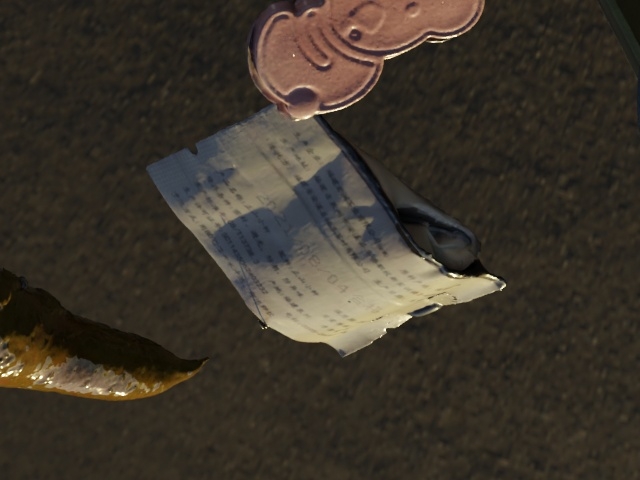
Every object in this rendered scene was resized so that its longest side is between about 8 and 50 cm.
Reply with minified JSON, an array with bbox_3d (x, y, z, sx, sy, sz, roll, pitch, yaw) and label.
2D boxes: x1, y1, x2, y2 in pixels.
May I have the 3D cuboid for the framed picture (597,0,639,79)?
[{"bbox_3d":[0.389,-0.153,1.462,0.211,0.289,0.020,-7,133,-7],"label":"framed picture"}]

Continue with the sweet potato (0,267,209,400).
[{"bbox_3d":[-0.166,0.041,0.814,0.067,0.067,0.274,-24,150,35],"label":"sweet potato"}]

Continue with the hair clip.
[{"bbox_3d":[0.022,-0.145,1.076,0.123,0.138,0.102,40,166,-28],"label":"hair clip"}]

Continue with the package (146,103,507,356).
[{"bbox_3d":[0.000,0.000,1.325,0.251,0.062,0.204,42,136,-24],"label":"package"}]

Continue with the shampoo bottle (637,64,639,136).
[{"bbox_3d":[0.375,-0.023,0.810,0.331,0.342,0.331,-7,125,-11],"label":"shampoo bottle"}]
